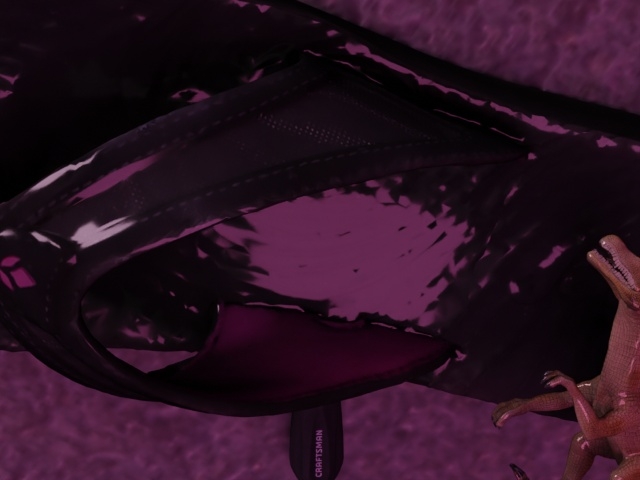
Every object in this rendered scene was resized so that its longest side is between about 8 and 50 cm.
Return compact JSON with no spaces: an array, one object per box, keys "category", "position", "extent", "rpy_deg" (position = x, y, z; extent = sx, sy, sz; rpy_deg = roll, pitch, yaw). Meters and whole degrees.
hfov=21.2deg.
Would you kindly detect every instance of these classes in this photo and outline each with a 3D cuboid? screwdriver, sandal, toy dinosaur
[{"category":"screwdriver","position":[-0.005,0.133,0.769],"extent":[0.025,0.024,0.170],"rpy_deg":[-17,126,-33]},{"category":"sandal","position":[0.002,-0.002,0.648],"extent":[0.446,0.107,0.167],"rpy_deg":[8,117,-13]},{"category":"toy dinosaur","position":[0.125,0.082,0.674],"extent":[0.093,0.053,0.183],"rpy_deg":[-29,132,-2]}]
